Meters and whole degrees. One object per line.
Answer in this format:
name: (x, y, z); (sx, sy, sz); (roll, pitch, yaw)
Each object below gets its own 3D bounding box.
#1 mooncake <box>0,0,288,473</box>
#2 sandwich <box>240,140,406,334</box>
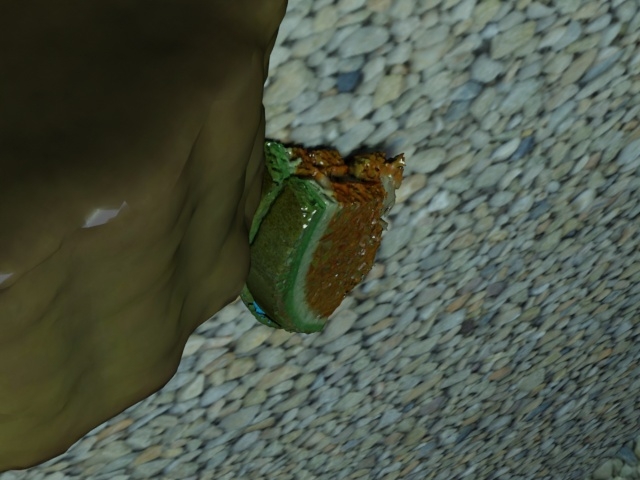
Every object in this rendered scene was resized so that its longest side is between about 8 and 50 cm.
mooncake: (-0.175, -0.057, 0.545); (0.324, 0.324, 0.187); (-23, 151, -19)
sandwich: (-0.006, 0.010, 1.098); (0.159, 0.079, 0.235); (-17, 148, -29)
